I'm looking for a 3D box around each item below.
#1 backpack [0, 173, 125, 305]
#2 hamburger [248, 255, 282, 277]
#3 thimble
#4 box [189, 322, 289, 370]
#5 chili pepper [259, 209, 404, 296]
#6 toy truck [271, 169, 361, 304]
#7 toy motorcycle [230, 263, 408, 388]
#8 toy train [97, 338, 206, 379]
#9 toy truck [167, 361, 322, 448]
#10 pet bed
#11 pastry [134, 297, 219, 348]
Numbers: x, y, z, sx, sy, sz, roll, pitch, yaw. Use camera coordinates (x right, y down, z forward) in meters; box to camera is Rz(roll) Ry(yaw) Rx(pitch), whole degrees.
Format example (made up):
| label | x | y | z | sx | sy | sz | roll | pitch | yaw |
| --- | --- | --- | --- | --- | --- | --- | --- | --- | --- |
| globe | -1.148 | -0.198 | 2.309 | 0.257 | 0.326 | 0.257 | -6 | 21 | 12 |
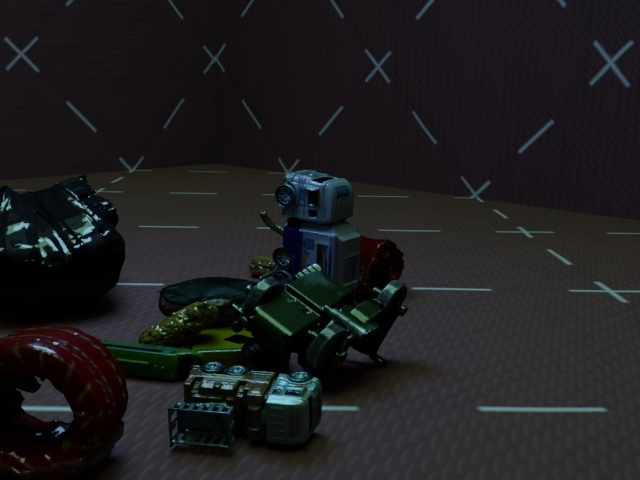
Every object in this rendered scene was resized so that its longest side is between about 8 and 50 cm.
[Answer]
| label | x | y | z | sx | sy | sz | roll | pitch | yaw |
| --- | --- | --- | --- | --- | --- | --- | --- | --- | --- |
| backpack | -0.557 | 0.001 | 1.761 | 0.363 | 0.254 | 0.446 | -12 | 19 | -29 |
| hamburger | -0.119 | 0.060 | 2.017 | 0.083 | 0.044 | 0.076 | 9 | 11 | 24 |
| thimble | -0.328 | 0.186 | 1.032 | 0.190 | 0.163 | 0.125 | 9 | 9 | 5 |
| box | -0.146 | 0.160 | 1.505 | 0.153 | 0.041 | 0.279 | 0 | 11 | -10 |
| chili pepper | 0.016 | 0.032 | 1.933 | 0.338 | 0.134 | 0.131 | 15 | 2 | 37 |
| toy truck | 0.000 | 0.000 | 1.764 | 0.155 | 0.267 | 0.124 | 10 | 15 | 31 |
| toy motorcycle | 0.001 | 0.121 | 1.381 | 0.205 | 0.127 | 0.275 | 33 | 36 | 24 |
| toy train | -0.279 | 0.184 | 1.354 | 0.209 | 0.044 | 0.042 | 4 | 11 | 15 |
| toy truck | -0.093 | 0.216 | 1.126 | 0.178 | 0.080 | 0.115 | 2 | 16 | 10 |
| pet bed | -0.189 | 0.103 | 1.563 | 0.201 | 0.053 | 0.201 | 2 | 10 | 0 |
| pastry | -0.228 | 0.141 | 1.410 | 0.140 | 0.056 | 0.080 | -37 | 8 | -12 |
